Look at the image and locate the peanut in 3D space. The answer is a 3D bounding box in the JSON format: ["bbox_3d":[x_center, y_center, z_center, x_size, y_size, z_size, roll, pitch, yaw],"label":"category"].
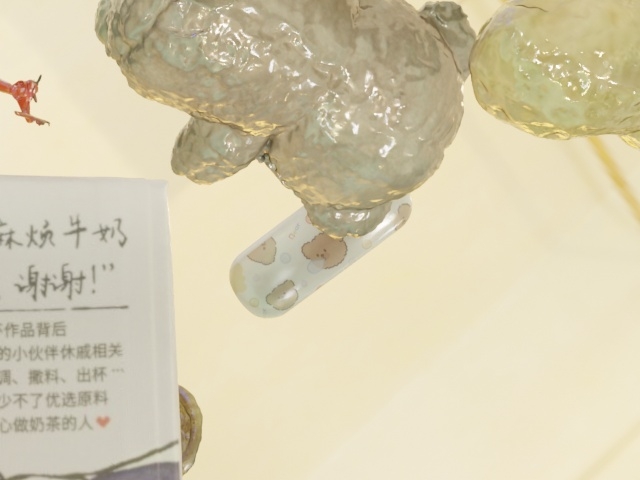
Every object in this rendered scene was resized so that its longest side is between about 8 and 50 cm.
[{"bbox_3d":[0.171,-0.094,0.897,0.214,0.098,0.090,4,63,-30],"label":"peanut"}]

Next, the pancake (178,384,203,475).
[{"bbox_3d":[-0.158,0.189,1.614,0.011,0.115,0.115,34,10,-48],"label":"pancake"}]

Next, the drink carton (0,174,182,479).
[{"bbox_3d":[-0.129,0.087,0.707,0.102,0.134,0.222,118,-30,-69],"label":"drink carton"}]

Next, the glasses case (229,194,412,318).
[{"bbox_3d":[0.000,0.000,1.357,0.063,0.164,0.041,54,7,0],"label":"glasses case"}]

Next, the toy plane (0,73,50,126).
[{"bbox_3d":[-0.327,-0.154,1.520,0.126,0.077,0.194,14,5,-36],"label":"toy plane"}]

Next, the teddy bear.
[{"bbox_3d":[-0.020,-0.133,1.173,0.267,0.236,0.151,28,9,-32],"label":"teddy bear"}]
